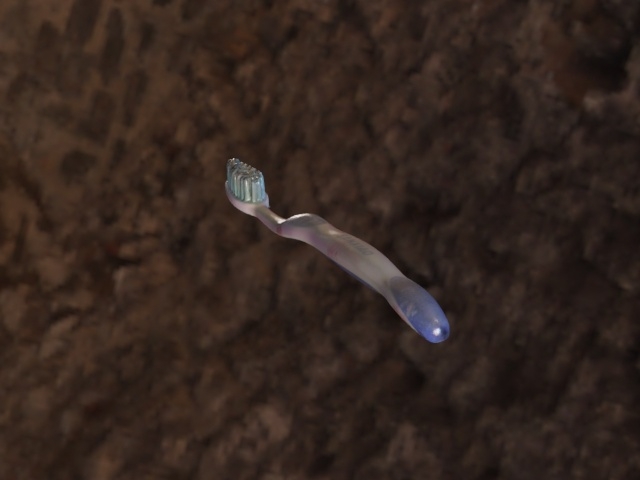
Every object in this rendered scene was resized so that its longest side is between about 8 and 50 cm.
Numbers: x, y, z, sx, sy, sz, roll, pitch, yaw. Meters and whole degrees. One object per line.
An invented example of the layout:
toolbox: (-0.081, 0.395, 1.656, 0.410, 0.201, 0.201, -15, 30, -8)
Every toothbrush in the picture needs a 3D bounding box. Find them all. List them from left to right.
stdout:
toothbrush: (0.000, 0.000, 0.779, 0.269, 0.021, 0.027, 35, -37, 60)
